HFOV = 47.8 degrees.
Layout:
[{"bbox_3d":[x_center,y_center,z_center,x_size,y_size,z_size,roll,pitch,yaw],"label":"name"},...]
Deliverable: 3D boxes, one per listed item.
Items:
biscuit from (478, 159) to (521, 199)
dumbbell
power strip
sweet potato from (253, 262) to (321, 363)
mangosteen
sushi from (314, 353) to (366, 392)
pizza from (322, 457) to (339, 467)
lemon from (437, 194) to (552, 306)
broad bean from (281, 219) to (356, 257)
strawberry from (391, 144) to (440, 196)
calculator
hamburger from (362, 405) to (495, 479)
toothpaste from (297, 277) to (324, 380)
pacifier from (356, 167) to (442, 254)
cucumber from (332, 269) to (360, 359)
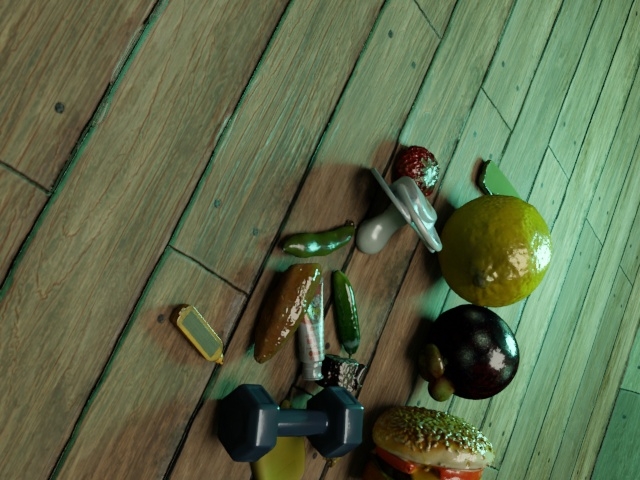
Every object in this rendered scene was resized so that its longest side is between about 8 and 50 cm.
[{"bbox_3d":[0.572,-0.142,2.272,0.322,0.038,0.099,36,68,-46],"label":"biscuit"},{"bbox_3d":[-0.059,0.393,1.562,0.324,0.144,0.160,11,78,-41],"label":"dumbbell"},{"bbox_3d":[-0.239,0.192,1.439,0.049,0.028,0.178,-53,133,-27],"label":"power strip"},{"bbox_3d":[-0.079,0.152,1.574,0.097,0.097,0.252,40,74,-45],"label":"sweet potato"},{"bbox_3d":[0.412,0.320,2.033,0.288,0.288,0.288,-14,109,-46],"label":"mangosteen"},{"bbox_3d":[0.041,0.320,1.733,0.098,0.094,0.084,17,85,-31],"label":"sushi"},{"bbox_3d":[0.042,0.471,1.758,0.182,0.062,0.161,78,25,-66],"label":"pizza"},{"bbox_3d":[0.484,0.026,2.013,0.336,0.336,0.336,-14,109,-46],"label":"lemon"},{"bbox_3d":[0.001,0.004,1.653,0.254,0.046,0.065,-15,103,-47],"label":"broad bean"},{"bbox_3d":[0.254,-0.176,1.869,0.145,0.086,0.145,-6,99,-43],"label":"strawberry"},{"bbox_3d":[-0.092,0.497,1.672,0.157,0.033,0.237,-31,123,-41],"label":"calculator"},{"bbox_3d":[0.279,0.578,1.892,0.330,0.330,0.250,13,96,-49],"label":"hamburger"},{"bbox_3d":[-0.023,0.203,1.675,0.089,0.057,0.234,-6,95,-44],"label":"toothpaste"},{"bbox_3d":[0.175,-0.041,1.772,0.207,0.227,0.279,-34,134,11],"label":"pacifier"},{"bbox_3d":[0.067,0.189,1.765,0.056,0.056,0.250,-30,119,-41],"label":"cucumber"}]
